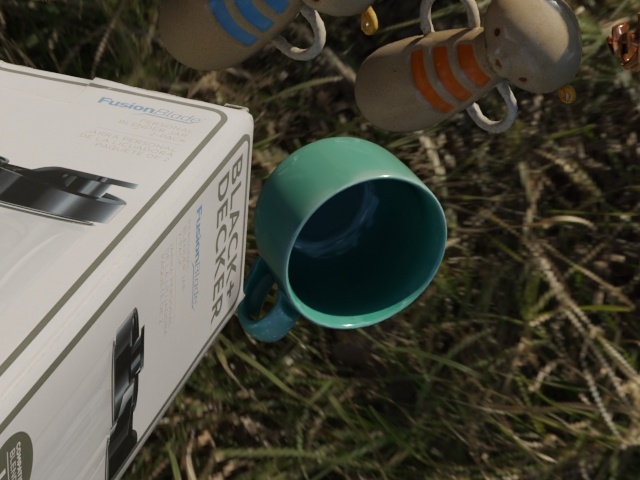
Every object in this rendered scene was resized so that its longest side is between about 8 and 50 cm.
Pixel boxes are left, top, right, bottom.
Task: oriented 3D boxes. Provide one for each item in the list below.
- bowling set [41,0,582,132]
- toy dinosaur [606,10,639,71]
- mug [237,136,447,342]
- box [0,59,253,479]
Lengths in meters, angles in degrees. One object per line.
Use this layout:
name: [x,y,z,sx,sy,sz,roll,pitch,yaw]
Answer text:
bowling set: [-0.020,-0.142,0.504,0.200,0.154,0.287,-37,104,-36]
toy dinosaur: [0.266,-0.132,0.529,0.322,0.164,0.218,-18,86,-42]
mug: [0.003,-0.008,0.952,0.158,0.097,0.129,-16,124,-16]
box: [-0.147,0.041,0.388,0.169,0.290,0.087,12,124,13]
